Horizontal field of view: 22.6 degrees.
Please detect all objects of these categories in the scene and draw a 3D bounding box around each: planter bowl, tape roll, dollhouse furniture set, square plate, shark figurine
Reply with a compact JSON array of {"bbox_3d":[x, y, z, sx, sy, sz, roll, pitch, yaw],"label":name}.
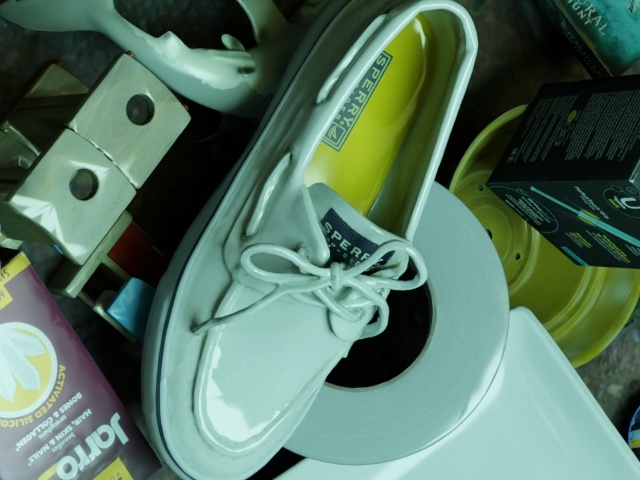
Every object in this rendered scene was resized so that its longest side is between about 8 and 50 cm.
[{"bbox_3d":[0.159,-0.003,1.305,0.217,0.090,0.217,-1,92,-33],"label":"planter bowl"},{"bbox_3d":[0.026,0.053,1.169,0.219,0.072,0.219,0,83,2],"label":"tape roll"},{"bbox_3d":[-0.131,-0.020,1.093,0.184,0.129,0.129,44,71,-27],"label":"dollhouse furniture set"},{"bbox_3d":[0.111,0.283,1.190,0.347,0.049,0.344,-35,80,-4],"label":"square plate"},{"bbox_3d":[-0.080,-0.115,1.144,0.278,0.116,0.166,1,60,-41],"label":"shark figurine"}]

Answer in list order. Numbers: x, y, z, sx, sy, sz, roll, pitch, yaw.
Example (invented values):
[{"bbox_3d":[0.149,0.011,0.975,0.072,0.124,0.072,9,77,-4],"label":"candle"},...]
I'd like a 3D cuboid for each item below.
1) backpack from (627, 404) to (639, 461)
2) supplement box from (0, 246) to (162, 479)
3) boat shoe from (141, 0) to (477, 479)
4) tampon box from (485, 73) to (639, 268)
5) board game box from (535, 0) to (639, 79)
[{"bbox_3d":[0.358,0.200,1.426,0.173,0.117,0.158,-12,71,-3],"label":"backpack"},{"bbox_3d":[-0.206,0.108,1.084,0.104,0.081,0.188,-40,114,-24],"label":"supplement box"},{"bbox_3d":[0.008,0.002,1.042,0.136,0.156,0.367,30,86,-24],"label":"boat shoe"},{"bbox_3d":[0.232,-0.050,1.201,0.120,0.161,0.101,39,71,-28],"label":"tampon box"},{"bbox_3d":[0.223,-0.237,1.338,0.126,0.026,0.186,-41,97,-24],"label":"board game box"}]
